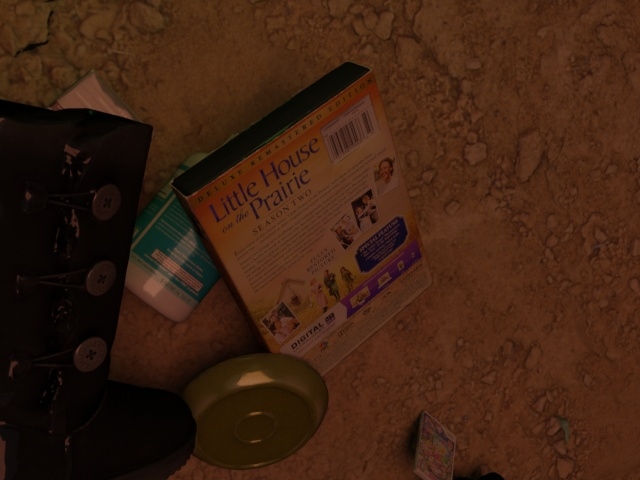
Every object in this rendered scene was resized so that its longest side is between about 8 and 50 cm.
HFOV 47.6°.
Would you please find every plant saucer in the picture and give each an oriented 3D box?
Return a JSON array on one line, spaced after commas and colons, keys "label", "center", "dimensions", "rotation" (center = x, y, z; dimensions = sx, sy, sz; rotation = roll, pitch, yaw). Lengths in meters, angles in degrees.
[{"label": "plant saucer", "center": [-0.100, 0.271, 1.092], "dimensions": [0.240, 0.037, 0.241], "rotation": [-8, 127, -11]}]

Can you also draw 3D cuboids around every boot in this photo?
[{"label": "boot", "center": [-0.257, 0.073, 0.845], "dimensions": [0.146, 0.367, 0.446], "rotation": [8, 98, 23]}]

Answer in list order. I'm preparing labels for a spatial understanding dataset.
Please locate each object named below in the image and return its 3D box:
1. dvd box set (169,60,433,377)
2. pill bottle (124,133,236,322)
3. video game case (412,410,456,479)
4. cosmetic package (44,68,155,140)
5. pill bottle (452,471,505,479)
[{"label": "dvd box set", "center": [0.000, 0.000, 1.052], "dimensions": [0.307, 0.062, 0.420], "rotation": [-38, 132, -17]}, {"label": "pill bottle", "center": [-0.175, -0.024, 1.040], "dimensions": [0.146, 0.146, 0.264], "rotation": [41, 81, -19]}, {"label": "video game case", "center": [0.197, 0.365, 1.244], "dimensions": [0.087, 0.011, 0.122], "rotation": [41, 38, -18]}, {"label": "cosmetic package", "center": [-0.360, -0.107, 0.986], "dimensions": [0.238, 0.107, 0.127], "rotation": [-46, 109, -12]}, {"label": "pill bottle", "center": [0.225, 0.484, 1.248], "dimensions": [0.219, 0.123, 0.123], "rotation": [-17, 100, -19]}]
